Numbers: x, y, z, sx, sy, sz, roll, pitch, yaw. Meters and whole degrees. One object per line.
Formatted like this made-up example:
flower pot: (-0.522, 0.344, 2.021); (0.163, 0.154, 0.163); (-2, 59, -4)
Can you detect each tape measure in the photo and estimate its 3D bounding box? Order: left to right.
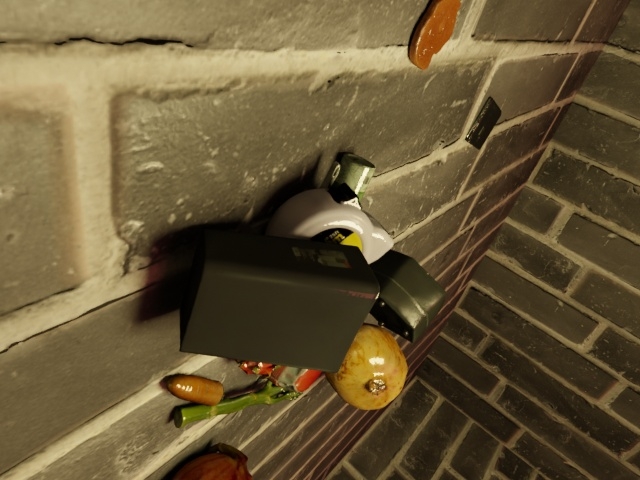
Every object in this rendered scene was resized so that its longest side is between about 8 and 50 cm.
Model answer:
tape measure: (0.000, -0.004, 0.723); (0.196, 0.105, 0.178); (-35, 133, 2)

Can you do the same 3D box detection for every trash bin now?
trash bin: (-0.063, 0.080, 0.619); (0.225, 0.115, 0.165); (11, 120, -22)

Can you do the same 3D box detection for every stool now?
stool: (0.189, 0.136, 1.138); (0.141, 0.232, 0.232); (-46, 154, -14)

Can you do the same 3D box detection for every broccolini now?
broccolini: (-0.162, 0.331, 0.956); (0.074, 0.079, 0.392); (-51, 150, 16)

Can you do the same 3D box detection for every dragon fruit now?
dragon fruit: (-0.101, 0.205, 0.848); (0.116, 0.086, 0.081); (-35, 156, -17)

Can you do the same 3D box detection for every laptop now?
laptop: (0.470, -0.329, 1.298); (0.180, 0.016, 0.129); (-6, 127, -60)

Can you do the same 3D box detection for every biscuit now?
biscuit: (0.190, -0.353, 0.758); (0.131, 0.019, 0.102); (-55, 155, 1)

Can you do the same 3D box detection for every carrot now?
carrot: (-0.210, 0.249, 0.758); (0.048, 0.048, 0.139); (-51, 154, -10)

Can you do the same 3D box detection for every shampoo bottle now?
shampoo bottle: (0.030, -0.049, 0.801); (0.065, 0.065, 0.205); (-14, 134, -55)

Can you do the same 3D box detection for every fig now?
fig: (-0.221, 0.523, 0.935); (0.205, 0.205, 0.205); (-41, 152, -28)

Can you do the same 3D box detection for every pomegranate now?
pomegranate: (0.123, 0.345, 1.253); (0.248, 0.248, 0.248); (-41, 152, -28)

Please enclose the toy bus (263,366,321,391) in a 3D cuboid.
toy bus: (-0.016, 0.195, 0.950); (0.265, 0.119, 0.121); (-52, 154, -8)
